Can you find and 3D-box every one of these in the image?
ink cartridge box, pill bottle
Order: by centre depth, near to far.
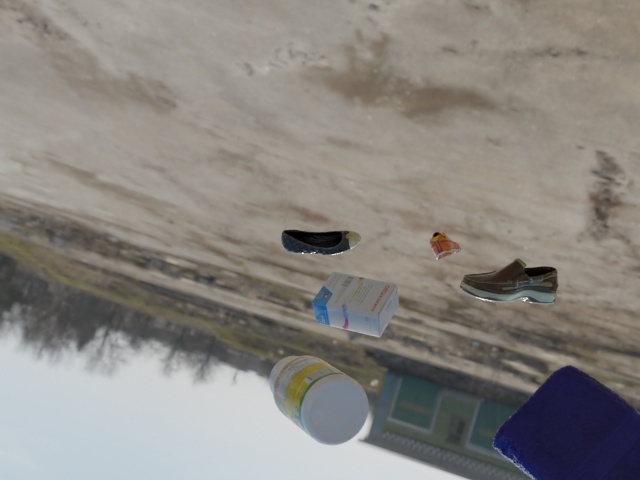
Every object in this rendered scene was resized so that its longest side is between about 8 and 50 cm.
[{"bbox_3d":[0.061,0.107,1.544,0.123,0.088,0.052,10,131,26],"label":"ink cartridge box"},{"bbox_3d":[-0.012,0.262,1.549,0.118,0.117,0.208,21,179,-25],"label":"pill bottle"}]

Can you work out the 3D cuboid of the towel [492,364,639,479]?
[{"bbox_3d":[0.483,0.378,1.594,0.308,0.228,0.076,38,159,36],"label":"towel"}]

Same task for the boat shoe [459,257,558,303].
[{"bbox_3d":[0.429,0.083,2.063,0.258,0.095,0.095,4,-165,-31],"label":"boat shoe"}]

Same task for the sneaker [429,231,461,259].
[{"bbox_3d":[0.307,0.008,2.256,0.064,0.067,0.175,-24,174,10],"label":"sneaker"}]

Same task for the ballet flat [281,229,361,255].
[{"bbox_3d":[0.000,0.000,1.943,0.173,0.057,0.049,-4,136,11],"label":"ballet flat"}]
